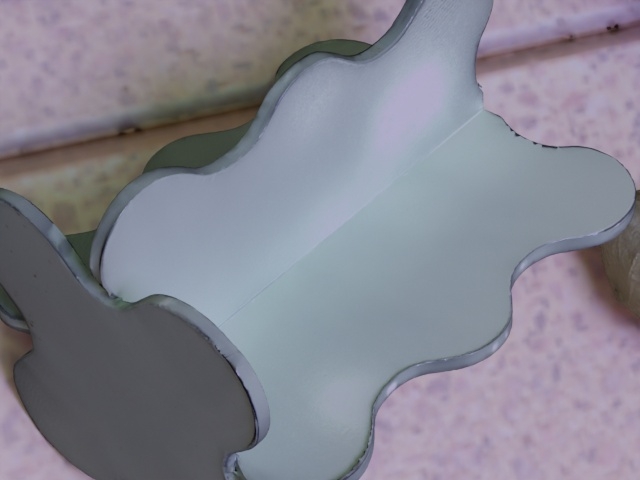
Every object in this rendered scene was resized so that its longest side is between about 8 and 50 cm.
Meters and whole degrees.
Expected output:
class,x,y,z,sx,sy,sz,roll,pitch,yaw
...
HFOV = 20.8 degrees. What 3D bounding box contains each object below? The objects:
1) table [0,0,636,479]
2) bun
class,x,y,z,sx,sy,sz,roll,pitch,yaw
table,0.000,0.000,0.632,0.198,0.166,0.166,-39,97,-30
bun,0.154,0.017,0.731,0.086,0.086,0.055,20,105,-18
